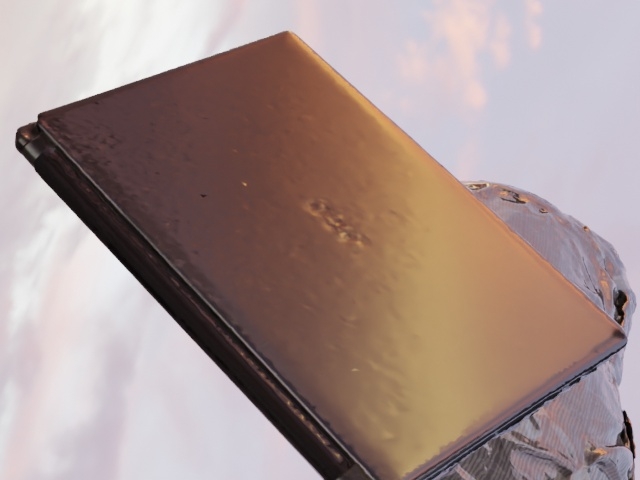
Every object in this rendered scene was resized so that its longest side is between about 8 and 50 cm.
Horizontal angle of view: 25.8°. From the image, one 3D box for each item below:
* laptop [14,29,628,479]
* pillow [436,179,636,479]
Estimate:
[{"bbox_3d":[0.000,0.000,0.462,0.129,0.180,0.016,-25,150,-38],"label":"laptop"},{"bbox_3d":[0.111,0.059,0.791,0.092,0.161,0.335,-47,-167,28],"label":"pillow"}]
